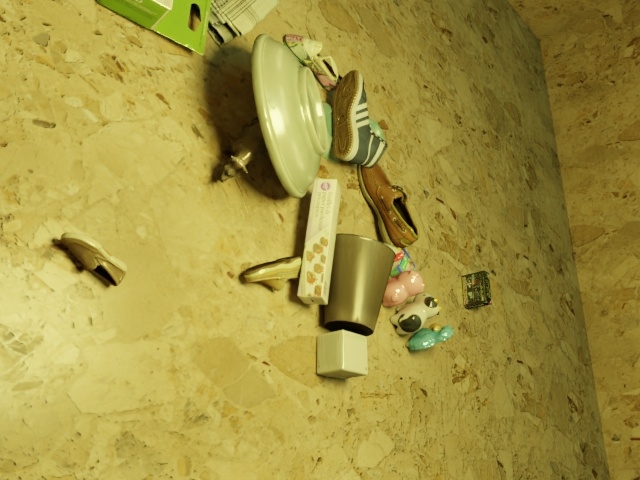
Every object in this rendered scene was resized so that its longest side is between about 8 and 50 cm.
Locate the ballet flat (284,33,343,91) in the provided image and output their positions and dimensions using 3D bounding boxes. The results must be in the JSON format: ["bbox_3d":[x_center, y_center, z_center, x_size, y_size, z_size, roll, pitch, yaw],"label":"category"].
[{"bbox_3d":[-0.008,-0.528,1.789,0.221,0.079,0.076,42,47,-31],"label":"ballet flat"}]

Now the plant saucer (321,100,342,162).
[{"bbox_3d":[0.036,-0.324,1.794,0.195,0.038,0.194,23,58,-43],"label":"plant saucer"}]

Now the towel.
[{"bbox_3d":[-0.256,-0.686,1.573,0.312,0.056,0.324,54,42,-21],"label":"towel"}]

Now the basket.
[{"bbox_3d":[0.087,0.121,1.586,0.205,0.154,0.226,21,62,-21],"label":"basket"}]

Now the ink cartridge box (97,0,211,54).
[{"bbox_3d":[-0.338,-0.560,1.357,0.255,0.097,0.188,19,64,-36],"label":"ink cartridge box"}]

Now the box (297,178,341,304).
[{"bbox_3d":[0.000,0.000,1.538,0.067,0.063,0.323,62,33,-63],"label":"box"}]

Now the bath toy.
[{"bbox_3d":[0.254,0.151,1.783,0.151,0.129,0.348,-46,111,-42],"label":"bath toy"}]

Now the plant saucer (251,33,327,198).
[{"bbox_3d":[-0.055,-0.305,1.489,0.400,0.101,0.399,-10,90,-78],"label":"plant saucer"}]

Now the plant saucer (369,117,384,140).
[{"bbox_3d":[0.162,-0.331,1.962,0.119,0.021,0.119,24,58,-44],"label":"plant saucer"}]

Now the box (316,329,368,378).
[{"bbox_3d":[0.054,0.284,1.524,0.101,0.087,0.101,24,58,-44],"label":"box"}]

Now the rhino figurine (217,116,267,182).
[{"bbox_3d":[-0.176,-0.211,1.432,0.073,0.106,0.243,51,42,-23],"label":"rhino figurine"}]

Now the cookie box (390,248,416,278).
[{"bbox_3d":[0.241,0.074,1.875,0.107,0.040,0.091,55,41,-18],"label":"cookie box"}]

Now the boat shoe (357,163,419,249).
[{"bbox_3d":[0.213,-0.123,1.846,0.111,0.104,0.307,-12,75,-46],"label":"boat shoe"}]

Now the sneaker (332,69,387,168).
[{"bbox_3d":[0.118,-0.344,1.788,0.153,0.099,0.282,19,68,-40],"label":"sneaker"}]

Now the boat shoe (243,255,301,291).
[{"bbox_3d":[-0.103,0.084,1.439,0.190,0.068,0.072,-13,97,-52],"label":"boat shoe"}]

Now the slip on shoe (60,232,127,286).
[{"bbox_3d":[-0.408,0.035,1.100,0.135,0.052,0.041,46,41,-40],"label":"slip on shoe"}]

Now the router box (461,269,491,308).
[{"bbox_3d":[0.550,0.175,2.168,0.038,0.092,0.122,26,57,-43],"label":"router box"}]
